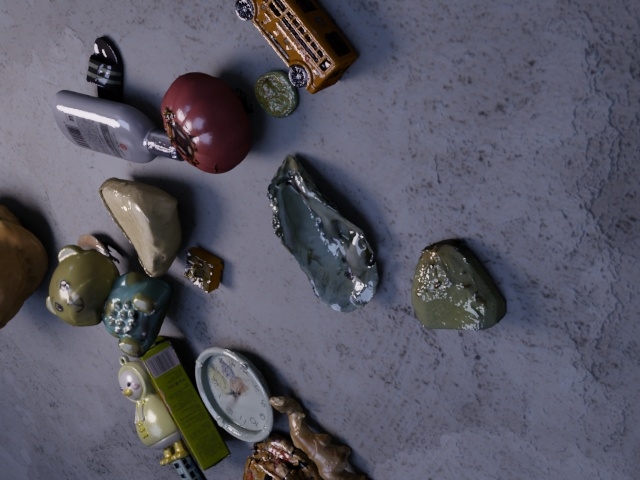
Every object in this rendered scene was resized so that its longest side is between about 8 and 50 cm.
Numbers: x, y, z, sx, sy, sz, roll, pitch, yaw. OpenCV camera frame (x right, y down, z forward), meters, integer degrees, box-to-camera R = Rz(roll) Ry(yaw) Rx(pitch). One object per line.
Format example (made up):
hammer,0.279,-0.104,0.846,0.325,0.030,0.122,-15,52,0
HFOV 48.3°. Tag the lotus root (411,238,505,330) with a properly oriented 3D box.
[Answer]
lotus root,0.197,0.073,1.112,0.143,0.070,0.144,-11,106,42

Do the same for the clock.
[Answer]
clock,-0.180,0.333,1.576,0.236,0.053,0.236,21,125,33

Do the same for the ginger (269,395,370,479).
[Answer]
ginger,0.001,0.427,1.480,0.089,0.075,0.288,-40,85,13

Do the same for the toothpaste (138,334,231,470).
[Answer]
toothpaste,-0.327,0.378,1.682,0.327,0.077,0.110,64,158,-10

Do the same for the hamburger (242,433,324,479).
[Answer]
hamburger,-0.084,0.545,1.593,0.231,0.107,0.231,21,133,24

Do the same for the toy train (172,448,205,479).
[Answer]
toy train,-0.341,0.620,1.881,0.043,0.047,0.207,-25,96,46

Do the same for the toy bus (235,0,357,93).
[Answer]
toy bus,-0.037,-0.319,1.065,0.194,0.083,0.088,51,131,0

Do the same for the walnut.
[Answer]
walnut,-0.890,0.078,1.810,0.383,0.383,0.383,19,125,30

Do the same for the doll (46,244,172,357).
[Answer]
doll,-0.470,0.125,1.574,0.261,0.161,0.177,20,111,-1

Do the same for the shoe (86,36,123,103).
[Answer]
shoe,-0.430,-0.307,1.411,0.071,0.049,0.179,25,128,25

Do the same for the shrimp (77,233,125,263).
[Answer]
shrimp,-0.503,0.078,1.698,0.152,0.046,0.219,-22,99,47

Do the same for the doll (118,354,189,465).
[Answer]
doll,-0.427,0.420,1.783,0.141,0.117,0.296,-36,90,42

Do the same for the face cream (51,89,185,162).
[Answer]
face cream,-0.387,-0.213,1.397,0.291,0.071,0.144,16,148,22

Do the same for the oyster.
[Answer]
oyster,-0.001,0.001,1.219,0.252,0.087,0.199,32,122,11

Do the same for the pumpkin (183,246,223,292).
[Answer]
pumpkin,-0.246,0.060,1.474,0.083,0.054,0.074,30,126,29

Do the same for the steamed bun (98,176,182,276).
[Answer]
steamed bun,-0.337,-0.045,1.447,0.212,0.110,0.231,-10,112,60

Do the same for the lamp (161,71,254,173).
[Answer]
lamp,-0.189,-0.204,1.225,0.182,0.140,0.182,39,149,29

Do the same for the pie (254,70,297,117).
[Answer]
pie,-0.074,-0.242,1.182,0.084,0.021,0.084,17,124,26
